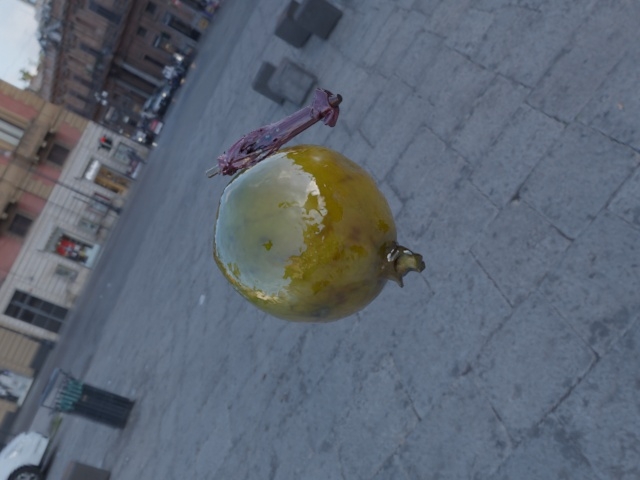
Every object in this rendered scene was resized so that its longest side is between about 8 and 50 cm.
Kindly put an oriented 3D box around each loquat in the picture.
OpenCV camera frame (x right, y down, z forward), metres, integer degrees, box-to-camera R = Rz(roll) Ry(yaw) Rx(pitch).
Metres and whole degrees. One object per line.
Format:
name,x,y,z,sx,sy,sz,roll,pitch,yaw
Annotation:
loquat,0.000,0.000,0.686,0.246,0.213,0.213,15,76,25

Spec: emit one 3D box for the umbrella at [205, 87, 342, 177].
umbrella,-0.045,-0.081,0.485,0.165,0.025,0.027,-21,58,41
